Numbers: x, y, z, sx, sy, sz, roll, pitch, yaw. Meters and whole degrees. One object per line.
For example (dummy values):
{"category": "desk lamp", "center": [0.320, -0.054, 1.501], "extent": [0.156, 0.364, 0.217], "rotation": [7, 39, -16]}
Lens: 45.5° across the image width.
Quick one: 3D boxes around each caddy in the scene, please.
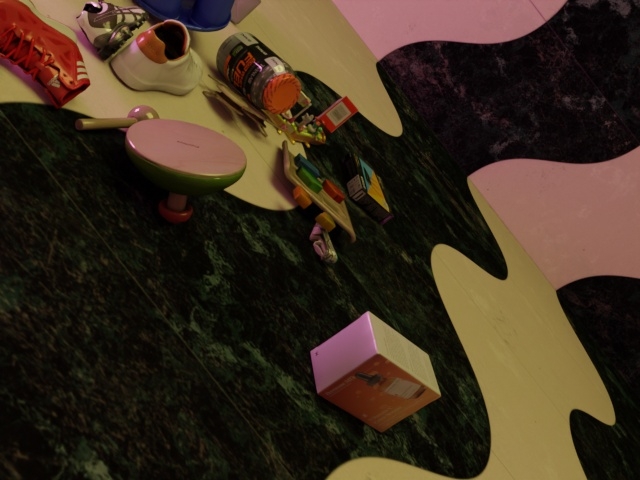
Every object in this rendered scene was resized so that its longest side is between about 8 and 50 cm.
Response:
{"category": "caddy", "center": [-0.306, -0.590, 1.661], "extent": [0.241, 0.179, 0.341], "rotation": [7, 46, -33]}

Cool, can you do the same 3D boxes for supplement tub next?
{"category": "supplement tub", "center": [-0.134, -0.365, 1.673], "extent": [0.190, 0.117, 0.117], "rotation": [44, 14, 31]}

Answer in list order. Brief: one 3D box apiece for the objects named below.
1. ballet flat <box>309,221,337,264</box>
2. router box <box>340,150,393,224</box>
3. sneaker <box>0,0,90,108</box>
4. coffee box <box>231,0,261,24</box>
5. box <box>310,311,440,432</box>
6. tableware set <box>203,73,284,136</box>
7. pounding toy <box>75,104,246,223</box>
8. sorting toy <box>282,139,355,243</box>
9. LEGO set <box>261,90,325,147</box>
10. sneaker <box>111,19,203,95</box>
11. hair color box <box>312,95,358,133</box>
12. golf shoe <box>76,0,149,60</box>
{"category": "ballet flat", "center": [0.000, 0.000, 1.544], "extent": [0.041, 0.041, 0.114], "rotation": [30, 29, -46]}
{"category": "router box", "center": [0.121, -0.140, 2.010], "extent": [0.133, 0.046, 0.179], "rotation": [39, 24, -33]}
{"category": "sneaker", "center": [-0.398, -0.261, 1.055], "extent": [0.128, 0.087, 0.221], "rotation": [58, 22, 17]}
{"category": "coffee box", "center": [-0.252, -0.716, 2.077], "extent": [0.141, 0.098, 0.247], "rotation": [38, 25, -34]}
{"category": "box", "center": [0.089, 0.218, 1.244], "extent": [0.170, 0.130, 0.091], "rotation": [37, 26, -34]}
{"category": "tableware set", "center": [-0.169, -0.281, 1.634], "extent": [0.128, 0.039, 0.194], "rotation": [44, 11, 22]}
{"category": "pounding toy", "center": [-0.236, -0.108, 1.165], "extent": [0.236, 0.110, 0.183], "rotation": [27, 28, 14]}
{"category": "sorting toy", "center": [0.003, -0.098, 1.631], "extent": [0.229, 0.041, 0.307], "rotation": [46, 12, -19]}
{"category": "LEGO set", "center": [-0.053, -0.311, 1.832], "extent": [0.287, 0.107, 0.132], "rotation": [36, 26, -37]}
{"category": "sneaker", "center": [-0.265, -0.344, 1.418], "extent": [0.106, 0.123, 0.290], "rotation": [49, 19, -3]}
{"category": "hair color box", "center": [0.037, -0.325, 1.993], "extent": [0.053, 0.093, 0.167], "rotation": [50, 0, -10]}
{"category": "golf shoe", "center": [-0.367, -0.395, 1.347], "extent": [0.094, 0.077, 0.198], "rotation": [45, 21, -20]}
